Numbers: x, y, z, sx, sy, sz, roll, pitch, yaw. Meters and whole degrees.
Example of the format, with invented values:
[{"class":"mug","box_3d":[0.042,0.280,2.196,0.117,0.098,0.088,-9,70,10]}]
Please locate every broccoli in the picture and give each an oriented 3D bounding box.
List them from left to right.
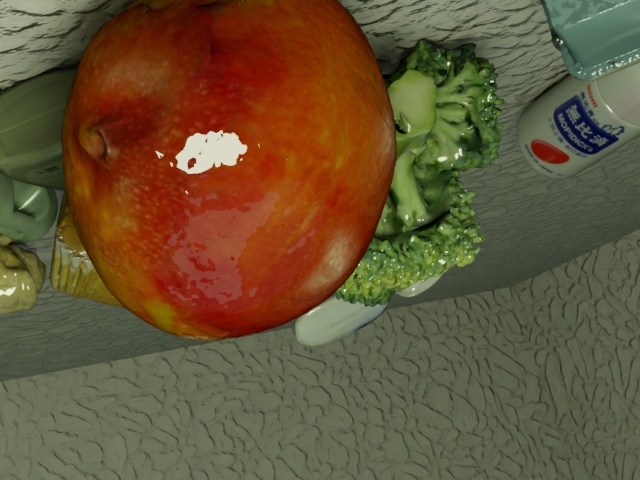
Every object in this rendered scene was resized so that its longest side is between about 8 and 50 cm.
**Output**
[{"class":"broccoli","box_3d":[0.093,-0.073,1.518,0.375,0.249,0.302,-40,-163,-22]}]

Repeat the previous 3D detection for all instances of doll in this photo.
[{"class":"doll","box_3d":[0.025,0.003,1.818,0.348,0.161,0.423,-33,-154,-26]}]

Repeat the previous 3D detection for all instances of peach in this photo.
[{"class":"peach","box_3d":[-0.088,-0.084,1.225,0.372,0.290,0.373,-23,143,-19]}]

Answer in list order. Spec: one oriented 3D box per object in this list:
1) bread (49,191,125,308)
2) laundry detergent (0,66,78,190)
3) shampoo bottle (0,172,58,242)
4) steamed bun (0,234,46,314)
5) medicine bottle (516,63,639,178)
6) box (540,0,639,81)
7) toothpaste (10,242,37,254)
[{"class":"bread","box_3d":[-0.183,0.023,1.567,0.288,0.153,0.119,15,129,-17]},{"class":"laundry detergent","box_3d":[-0.247,-0.114,1.441,0.181,0.091,0.253,-22,167,13]},{"class":"shampoo bottle","box_3d":[-0.369,-0.056,1.491,0.087,0.118,0.234,-43,166,6]},{"class":"steamed bun","box_3d":[-0.477,0.033,1.571,0.295,0.137,0.292,-8,-176,23]},{"class":"medicine bottle","box_3d":[0.414,-0.200,1.840,0.130,0.130,0.341,-11,168,-26]},{"class":"box","box_3d":[0.320,-0.274,1.301,0.227,0.162,0.130,-22,157,25]},{"class":"toothpaste","box_3d":[-0.490,0.018,1.905,0.170,0.028,0.045,-1,151,-42]}]
